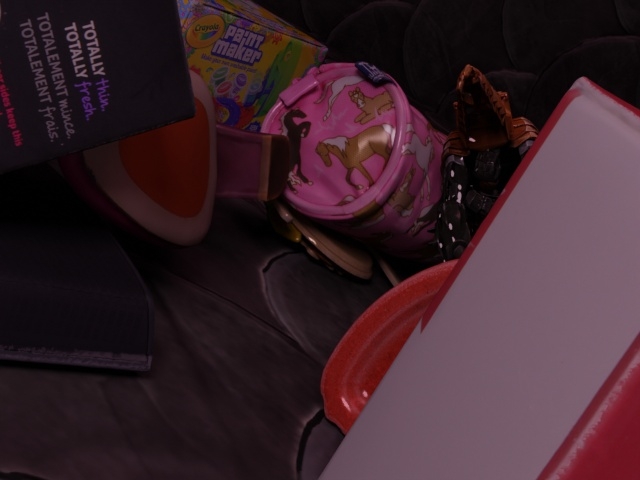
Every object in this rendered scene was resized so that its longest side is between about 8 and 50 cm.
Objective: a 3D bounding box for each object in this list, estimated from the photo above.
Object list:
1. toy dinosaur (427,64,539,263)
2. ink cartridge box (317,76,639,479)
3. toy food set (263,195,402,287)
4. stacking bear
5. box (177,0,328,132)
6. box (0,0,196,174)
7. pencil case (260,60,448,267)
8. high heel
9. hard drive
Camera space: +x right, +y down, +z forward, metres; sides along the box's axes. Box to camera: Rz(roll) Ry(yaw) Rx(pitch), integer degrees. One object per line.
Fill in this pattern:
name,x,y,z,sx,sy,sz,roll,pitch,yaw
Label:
toy dinosaur,0.158,-0.042,0.967,0.322,0.164,0.218,33,44,-43
ink cartridge box,0.232,0.135,0.535,0.385,0.279,0.160,23,16,-22
toy food set,0.000,0.000,1.058,0.192,0.038,0.132,33,15,-35
stacking bear,0.156,0.099,0.787,0.175,0.164,0.289,36,11,24
box,-0.196,-0.224,1.144,0.279,0.177,0.290,35,15,22
box,-0.223,-0.123,0.533,0.270,0.165,0.143,-19,36,-19
pencil case,0.095,-0.064,1.116,0.160,0.167,0.386,13,-5,31
high heel,-0.156,-0.063,0.794,0.181,0.127,0.377,6,0,13
hard drive,-0.216,-0.015,0.642,0.172,0.054,0.255,14,21,-46
